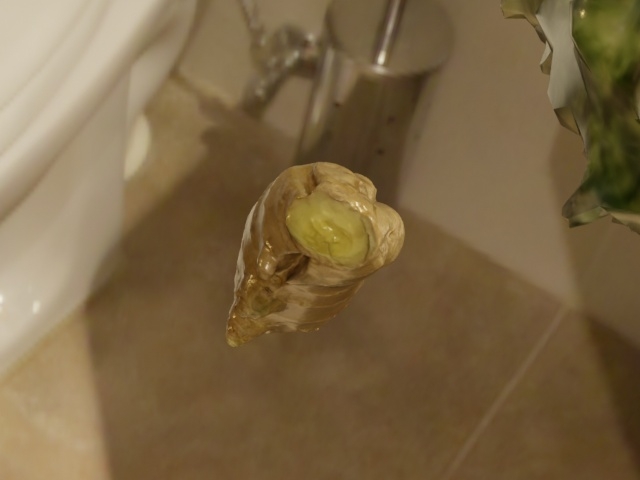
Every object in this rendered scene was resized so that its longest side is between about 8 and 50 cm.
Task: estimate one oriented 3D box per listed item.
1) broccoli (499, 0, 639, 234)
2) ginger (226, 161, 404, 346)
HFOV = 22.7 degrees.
[{"bbox_3d":[0.182,-0.159,0.382,0.353,0.396,0.275,4,9,36],"label":"broccoli"},{"bbox_3d":[-0.010,0.007,0.914,0.115,0.205,0.081,-14,80,5],"label":"ginger"}]
